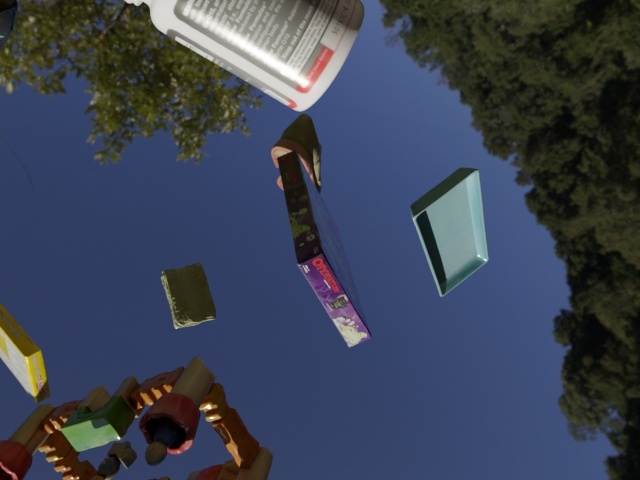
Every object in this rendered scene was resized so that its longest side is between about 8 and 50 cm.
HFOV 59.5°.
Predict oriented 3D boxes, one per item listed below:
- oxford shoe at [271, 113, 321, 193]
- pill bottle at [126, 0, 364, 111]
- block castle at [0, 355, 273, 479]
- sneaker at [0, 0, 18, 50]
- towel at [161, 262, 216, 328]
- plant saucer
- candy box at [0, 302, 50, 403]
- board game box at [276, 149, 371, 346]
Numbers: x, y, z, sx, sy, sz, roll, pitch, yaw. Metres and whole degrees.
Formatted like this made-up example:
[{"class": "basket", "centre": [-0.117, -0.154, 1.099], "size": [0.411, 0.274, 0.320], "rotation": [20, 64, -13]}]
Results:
[{"class": "oxford shoe", "centre": [-0.042, -0.221, 1.646], "size": [0.141, 0.397, 0.146], "rotation": [24, -106, 7]}, {"class": "pill bottle", "centre": [-0.104, -0.296, 0.687], "size": [0.283, 0.161, 0.161], "rotation": [27, -135, -19]}, {"class": "block castle", "centre": [-0.336, 0.415, 0.965], "size": [0.303, 0.453, 0.213], "rotation": [63, -159, -19]}, {"class": "sneaker", "centre": [-0.333, -0.190, 0.363], "size": [0.101, 0.106, 0.267], "rotation": [59, -165, 22]}, {"class": "towel", "centre": [-0.318, 0.132, 1.361], "size": [0.110, 0.027, 0.148], "rotation": [-13, -99, -26]}, {"class": "plant saucer", "centre": [0.125, -0.003, 0.531], "size": [0.018, 0.067, 0.192], "rotation": [52, 179, 30]}, {"class": "candy box", "centre": [-0.474, 0.145, 0.844], "size": [0.206, 0.105, 0.027], "rotation": [34, -135, 28]}, {"class": "board game box", "centre": [0.000, 0.000, 1.011], "size": [0.346, 0.056, 0.208], "rotation": [-105, -8, -53]}]
